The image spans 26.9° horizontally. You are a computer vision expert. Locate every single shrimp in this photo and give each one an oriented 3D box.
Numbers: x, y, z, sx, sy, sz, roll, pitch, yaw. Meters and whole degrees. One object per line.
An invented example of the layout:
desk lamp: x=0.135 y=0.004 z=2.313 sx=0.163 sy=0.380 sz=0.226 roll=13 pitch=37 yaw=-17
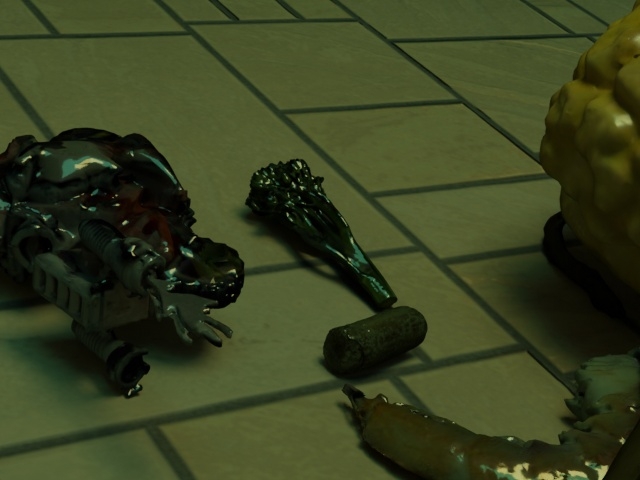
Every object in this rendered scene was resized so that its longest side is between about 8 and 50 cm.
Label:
shrimp: x=0.178 y=0.163 z=1.061 sx=0.287 sy=0.068 sz=0.185 roll=-8 pitch=31 yaw=-17

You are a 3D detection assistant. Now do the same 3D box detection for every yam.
yam: x=0.046 y=0.084 z=1.140 sx=0.043 sy=0.043 sz=0.094 roll=35 pitch=34 yaw=32

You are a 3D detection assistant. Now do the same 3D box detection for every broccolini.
broccolini: x=0.012 y=-0.015 z=1.271 sx=0.202 sy=0.068 sz=0.091 roll=37 pitch=17 yaw=32

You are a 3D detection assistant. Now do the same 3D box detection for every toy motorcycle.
toy motorcycle: x=-0.172 y=0.011 z=1.076 sx=0.207 sy=0.134 sz=0.401 roll=-9 pitch=35 yaw=-34

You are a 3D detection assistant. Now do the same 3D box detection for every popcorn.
popcorn: x=0.345 y=-0.068 z=1.260 sx=0.349 sy=0.381 sz=0.349 roll=18 pitch=57 yaw=-29

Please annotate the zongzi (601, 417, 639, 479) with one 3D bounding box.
zongzi: x=0.222 y=0.187 z=0.945 sx=0.289 sy=0.123 sz=0.260 roll=-29 pitch=12 yaw=12
